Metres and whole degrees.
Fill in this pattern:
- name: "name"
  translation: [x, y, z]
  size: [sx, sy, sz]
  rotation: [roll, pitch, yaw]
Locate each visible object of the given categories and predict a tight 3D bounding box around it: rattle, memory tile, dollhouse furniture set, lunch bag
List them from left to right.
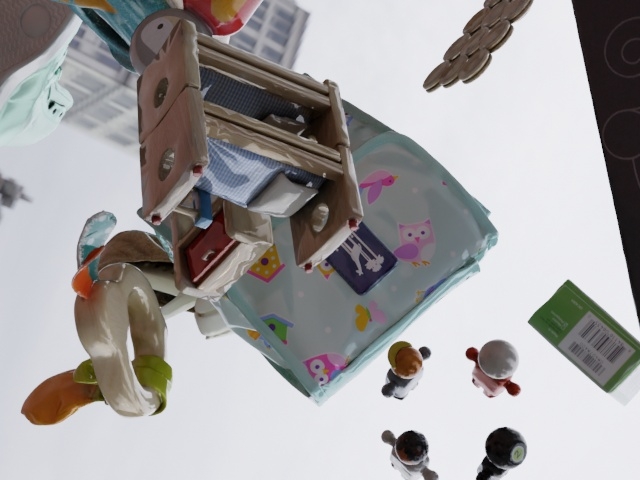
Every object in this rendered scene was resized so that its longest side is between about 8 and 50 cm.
- name: "rattle"
  translation: [-0.200, 0.065, 0.832]
  size: [0.142, 0.200, 0.130]
  rotation: [5, -116, 18]
- name: "dollhouse furniture set"
  translation: [-0.081, -0.027, 0.736]
  size: [0.183, 0.129, 0.129]
  rotation: [-44, -139, 37]
- name: "lunch bag"
  translation: [0.000, 0.000, 0.946]
  size: [0.223, 0.160, 0.262]
  rotation: [-40, -133, -11]
- name: "memory tile"
  translation: [0.161, -0.202, 1.020]
  size: [0.148, 0.012, 0.113]
  rotation: [-53, -162, -13]

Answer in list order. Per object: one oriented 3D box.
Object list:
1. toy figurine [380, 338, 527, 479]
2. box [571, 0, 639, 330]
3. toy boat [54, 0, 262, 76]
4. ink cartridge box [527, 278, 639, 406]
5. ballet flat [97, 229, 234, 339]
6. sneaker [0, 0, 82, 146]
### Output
- name: "toy figurine"
  translation: [0.193, 0.250, 1.545]
  size: [0.148, 0.209, 0.213]
  rotation: [90, 2, -65]
- name: "box"
  translation: [0.231, -0.080, 0.554]
  size: [0.165, 0.143, 0.270]
  rotation: [-13, -94, 21]
- name: "toy boat"
  translation: [-0.166, -0.223, 0.941]
  size: [0.148, 0.267, 0.318]
  rotation: [-50, -139, -9]
- name: "ink cartridge box"
  translation: [0.299, 0.115, 1.130]
  size: [0.062, 0.209, 0.109]
  rotation: [-48, -114, 6]
- name: "ballet flat"
  translation: [-0.153, 0.060, 1.314]
  size: [0.342, 0.116, 0.124]
  rotation: [10, -141, 28]
- name: "sneaker"
  translation: [-0.327, -0.209, 1.227]
  size: [0.256, 0.151, 0.094]
  rotation: [-46, -103, 20]
